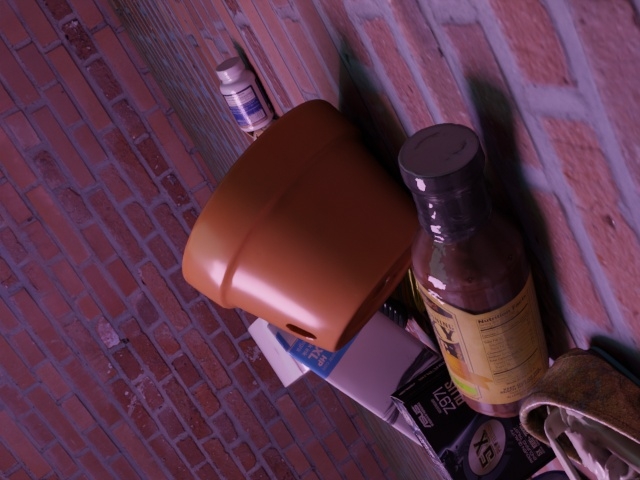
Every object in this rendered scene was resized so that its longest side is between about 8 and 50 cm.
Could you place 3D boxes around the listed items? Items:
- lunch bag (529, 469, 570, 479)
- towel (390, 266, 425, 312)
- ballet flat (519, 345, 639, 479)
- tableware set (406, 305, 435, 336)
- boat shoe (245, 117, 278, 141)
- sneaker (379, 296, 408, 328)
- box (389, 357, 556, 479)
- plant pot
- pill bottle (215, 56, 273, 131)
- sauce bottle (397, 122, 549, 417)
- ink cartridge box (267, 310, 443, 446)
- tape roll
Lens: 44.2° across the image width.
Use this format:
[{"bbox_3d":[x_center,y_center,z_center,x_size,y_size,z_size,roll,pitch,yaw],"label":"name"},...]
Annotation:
[{"bbox_3d":[0.293,0.436,0.951,0.303,0.243,0.115,41,161,57],"label":"lunch bag"},{"bbox_3d":[0.083,0.038,1.220,0.237,0.021,0.102,21,128,62],"label":"towel"},{"bbox_3d":[0.279,0.198,0.613,0.123,0.123,0.348,62,170,-28],"label":"ballet flat"},{"bbox_3d":[0.125,0.076,1.243,0.194,0.039,0.128,54,171,18],"label":"tableware set"},{"bbox_3d":[-0.094,-0.188,1.427,0.170,0.059,0.063,44,164,56],"label":"boat shoe"},{"bbox_3d":[0.034,0.049,1.455,0.330,0.146,0.122,29,141,18],"label":"sneaker"},{"bbox_3d":[0.206,0.244,1.054,0.180,0.147,0.077,57,171,0],"label":"box"},{"bbox_3d":[0.000,0.000,0.983,0.203,0.291,0.291,38,166,13],"label":"plant pot"},{"bbox_3d":[-0.135,-0.257,1.380,0.067,0.067,0.120,43,164,56],"label":"pill bottle"},{"bbox_3d":[0.150,0.038,0.766,0.111,0.111,0.344,47,165,48],"label":"sauce bottle"},{"bbox_3d":[0.086,0.187,1.223,0.307,0.129,0.223,36,175,-11],"label":"ink cartridge box"},{"bbox_3d":[-0.028,0.217,1.894,0.169,0.246,0.246,55,171,8],"label":"tape roll"}]
